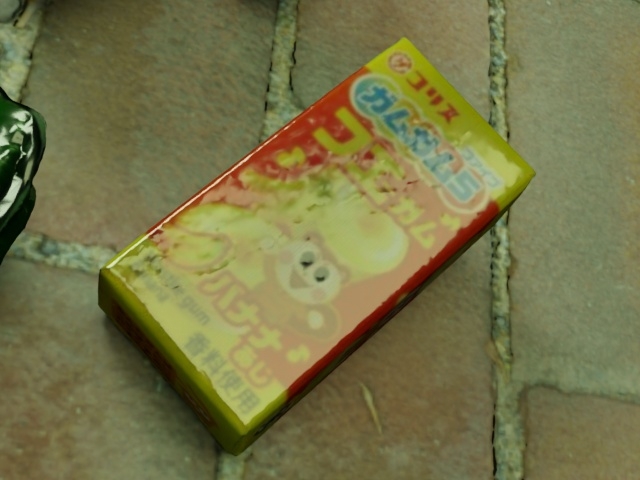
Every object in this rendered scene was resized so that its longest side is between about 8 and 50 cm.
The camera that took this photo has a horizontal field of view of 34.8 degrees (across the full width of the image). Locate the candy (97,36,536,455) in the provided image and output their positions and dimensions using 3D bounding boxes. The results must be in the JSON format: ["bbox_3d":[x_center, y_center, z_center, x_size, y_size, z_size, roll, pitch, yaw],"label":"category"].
[{"bbox_3d":[0.000,0.000,0.695,0.276,0.088,0.146,-38,81,-21],"label":"candy"}]

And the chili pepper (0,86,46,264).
[{"bbox_3d":[-0.289,-0.006,0.579,0.213,0.167,0.384,25,43,-25],"label":"chili pepper"}]
